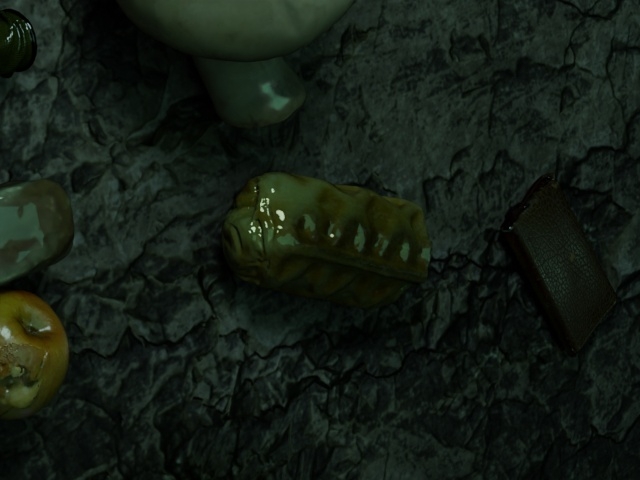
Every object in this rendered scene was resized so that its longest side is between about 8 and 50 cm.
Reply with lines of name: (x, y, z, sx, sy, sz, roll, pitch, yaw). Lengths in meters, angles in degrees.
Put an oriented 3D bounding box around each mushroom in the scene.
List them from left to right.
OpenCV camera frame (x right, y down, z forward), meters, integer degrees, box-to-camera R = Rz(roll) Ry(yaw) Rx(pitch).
mushroom: (-0.081, -0.306, 1.803, 0.315, 0.315, 0.356, -30, 99, -32)

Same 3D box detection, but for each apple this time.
apple: (-0.339, 0.116, 1.737, 0.146, 0.146, 0.146, -4, 96, -38)

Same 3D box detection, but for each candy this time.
candy: (-0.377, 0.005, 1.720, 0.234, 0.104, 0.102, -19, 101, -34)

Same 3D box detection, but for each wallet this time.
wallet: (0.343, 0.036, 2.329, 0.133, 0.039, 0.243, -49, 120, -31)

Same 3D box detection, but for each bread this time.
bread: (0.000, 0.000, 2.001, 0.268, 0.130, 0.152, 13, 91, -37)

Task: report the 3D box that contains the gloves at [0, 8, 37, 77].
gloves: (-0.416, -0.198, 1.671, 0.268, 0.135, 0.107, -3, 54, -39)
